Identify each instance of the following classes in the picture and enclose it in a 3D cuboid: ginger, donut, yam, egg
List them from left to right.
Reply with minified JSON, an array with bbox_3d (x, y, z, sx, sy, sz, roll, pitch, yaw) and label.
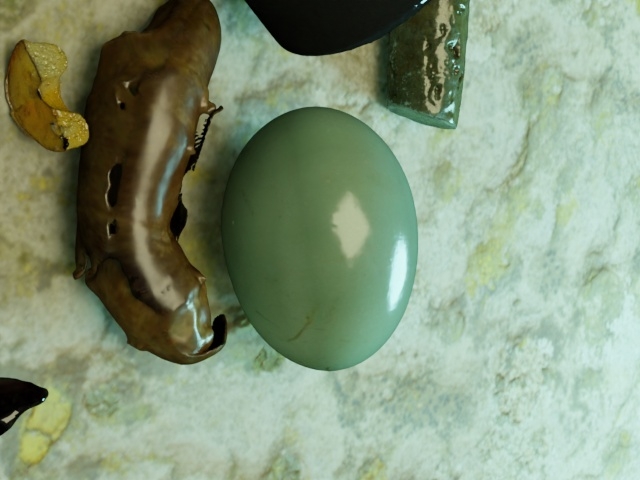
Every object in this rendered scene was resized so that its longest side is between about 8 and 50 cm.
[{"bbox_3d":[-0.209,-0.111,1.320,0.038,0.083,0.067,-15,137,-54],"label":"donut"},{"bbox_3d":[-0.136,-0.053,1.364,0.133,0.107,0.309,-1,92,-25],"label":"ginger"},{"bbox_3d":[0.000,0.000,1.439,0.168,0.168,0.231,-17,109,-37],"label":"egg"},{"bbox_3d":[0.099,-0.193,1.559,0.078,0.078,0.179,-1,99,-39],"label":"yam"}]

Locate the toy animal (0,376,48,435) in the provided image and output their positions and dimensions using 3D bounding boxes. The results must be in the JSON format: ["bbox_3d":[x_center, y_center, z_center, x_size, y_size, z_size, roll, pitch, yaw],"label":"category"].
[{"bbox_3d":[-0.301,0.068,1.115,0.194,0.302,0.344,-8,100,-36],"label":"toy animal"}]

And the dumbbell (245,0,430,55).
[{"bbox_3d":[-0.038,-0.323,1.345,0.204,0.204,0.322,-54,125,-21],"label":"dumbbell"}]
